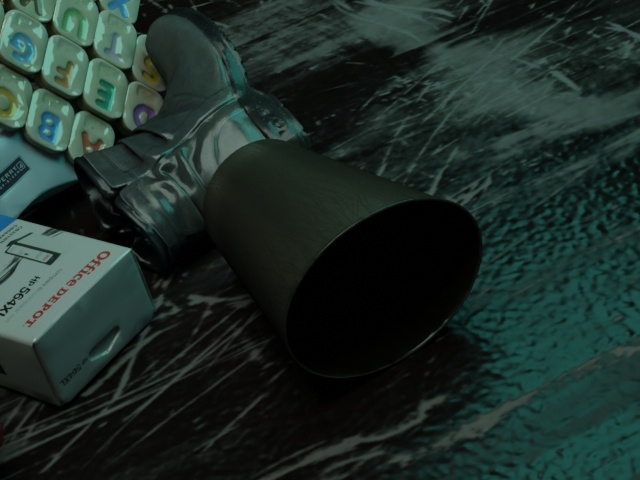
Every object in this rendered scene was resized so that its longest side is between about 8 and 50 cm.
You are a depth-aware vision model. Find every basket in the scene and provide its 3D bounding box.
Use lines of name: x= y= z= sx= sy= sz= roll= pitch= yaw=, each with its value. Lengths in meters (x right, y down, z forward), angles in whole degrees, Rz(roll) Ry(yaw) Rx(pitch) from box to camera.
basket: x=0.000 y=0.000 z=1.154 sx=0.204 sy=0.154 sz=0.227 roll=-28 pitch=35 yaw=-19

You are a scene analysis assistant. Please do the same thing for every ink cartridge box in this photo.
ink cartridge box: x=-0.287 y=0.061 z=1.217 sx=0.203 sy=0.086 sz=0.148 roll=12 pitch=43 yaw=32

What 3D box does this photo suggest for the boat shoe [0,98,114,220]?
boat shoe: x=-0.348 y=-0.067 z=1.402 sx=0.102 sy=0.108 sz=0.301 roll=-21 pitch=23 yaw=42

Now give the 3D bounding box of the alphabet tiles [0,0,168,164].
alphabet tiles: x=-0.288 y=-0.226 z=1.436 sx=0.021 sy=0.284 sz=0.278 roll=-21 pitch=52 yaw=41

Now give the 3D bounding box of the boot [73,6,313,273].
boot: x=-0.175 y=-0.123 z=1.374 sx=0.223 sy=0.118 sz=0.338 roll=-27 pitch=45 yaw=-16

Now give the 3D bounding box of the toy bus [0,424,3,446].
toy bus: x=-0.381 y=0.130 z=1.056 sx=0.212 sy=0.220 sz=0.149 roll=-5 pitch=40 yaw=3

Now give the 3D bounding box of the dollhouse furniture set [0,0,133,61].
dollhouse furniture set: x=-0.365 y=-0.325 z=1.625 sx=0.242 sy=0.161 sz=0.212 roll=25 pitch=38 yaw=18
